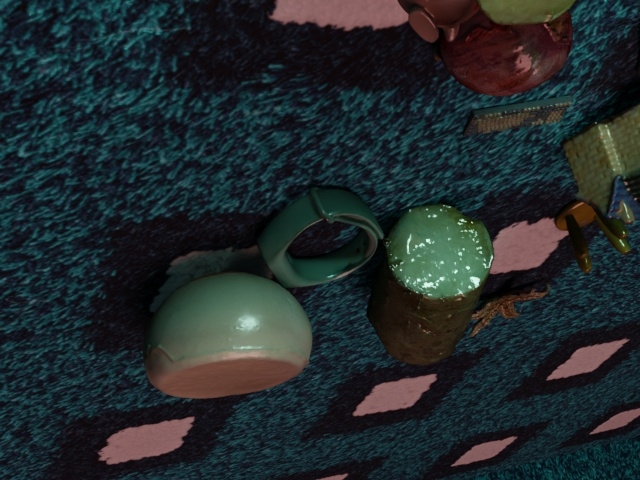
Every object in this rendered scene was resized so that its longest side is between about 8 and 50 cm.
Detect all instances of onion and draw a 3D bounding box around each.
[{"bbox_3d":[0.213,-0.249,1.072,0.159,0.159,0.195,5,170,-39],"label":"onion"}]

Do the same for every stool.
[{"bbox_3d":[0.526,-0.016,1.673,0.135,0.110,0.134,-4,145,-30],"label":"stool"}]

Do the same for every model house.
[{"bbox_3d":[0.526,-0.116,1.412,0.166,0.172,0.183,3,157,-33],"label":"model house"}]

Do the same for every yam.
[{"bbox_3d":[0.189,0.091,1.554,0.195,0.195,0.300,-14,148,-13],"label":"yam"}]

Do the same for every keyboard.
[{"bbox_3d":[0.306,-0.192,1.341,0.176,0.014,0.055,-11,152,-18],"label":"keyboard"}]

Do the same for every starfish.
[{"bbox_3d":[0.416,0.149,1.928,0.208,0.053,0.176,-26,151,14],"label":"starfish"}]

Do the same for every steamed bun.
[{"bbox_3d":[-0.155,0.148,1.429,0.283,0.177,0.283,-8,157,-3],"label":"steamed bun"}]

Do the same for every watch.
[{"bbox_3d":[0.000,0.000,1.401,0.195,0.068,0.237,-25,151,4],"label":"watch"}]

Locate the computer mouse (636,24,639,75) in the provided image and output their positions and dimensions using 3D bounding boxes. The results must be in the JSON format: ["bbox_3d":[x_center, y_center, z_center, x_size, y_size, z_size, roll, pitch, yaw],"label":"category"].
[{"bbox_3d":[0.546,-0.284,1.288,0.126,0.071,0.231,-25,149,6],"label":"computer mouse"}]

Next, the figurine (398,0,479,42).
[{"bbox_3d":[0.142,-0.296,0.957,0.125,0.138,0.125,16,141,13],"label":"figurine"}]

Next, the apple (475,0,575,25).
[{"bbox_3d":[0.295,-0.374,0.774,0.312,0.320,0.360,20,139,6],"label":"apple"}]
